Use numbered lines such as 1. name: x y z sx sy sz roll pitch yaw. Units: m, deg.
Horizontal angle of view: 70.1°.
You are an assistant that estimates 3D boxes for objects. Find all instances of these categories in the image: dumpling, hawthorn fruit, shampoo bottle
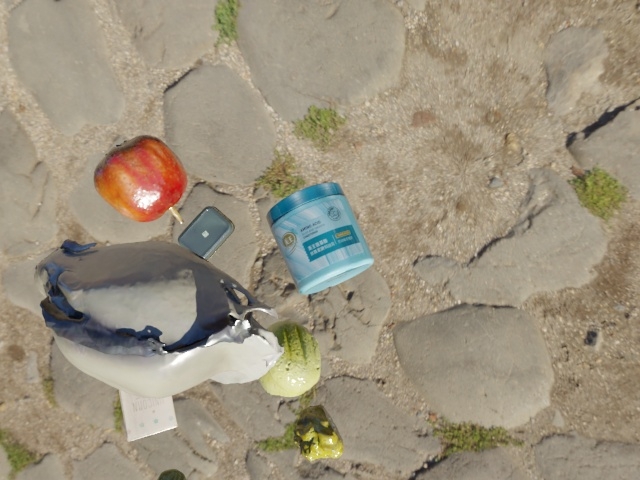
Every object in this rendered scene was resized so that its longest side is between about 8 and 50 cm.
1. dumpling: -0.191 0.110 0.511 0.293 0.163 0.204 19 115 0
2. hawthorn fruit: -0.577 -0.186 1.545 0.287 0.287 0.330 -33 105 19
3. shampoo bottle: 0.000 0.000 1.799 0.331 0.331 0.342 -28 78 19

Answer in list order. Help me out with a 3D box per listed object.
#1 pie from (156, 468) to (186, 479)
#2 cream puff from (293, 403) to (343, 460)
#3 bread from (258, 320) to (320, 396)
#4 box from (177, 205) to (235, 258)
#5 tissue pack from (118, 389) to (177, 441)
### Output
1. pie: -0.376 0.617 1.150 0.085 0.085 0.017 43 112 7
2. cream puff: -0.015 0.490 1.146 0.116 0.146 0.146 -28 89 -2
3. bread: -0.138 0.508 1.980 0.320 0.320 0.237 36 134 10
4. box: -0.442 -0.027 1.764 0.144 0.090 0.201 43 86 -4
5. tissue pack: -0.631 0.525 1.633 0.071 0.170 0.325 -35 68 61
